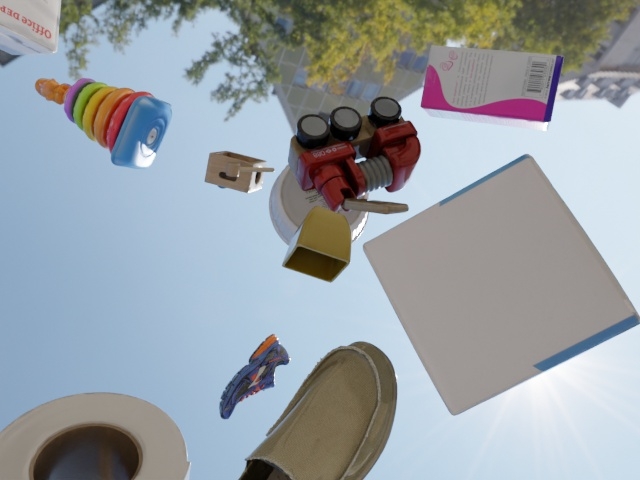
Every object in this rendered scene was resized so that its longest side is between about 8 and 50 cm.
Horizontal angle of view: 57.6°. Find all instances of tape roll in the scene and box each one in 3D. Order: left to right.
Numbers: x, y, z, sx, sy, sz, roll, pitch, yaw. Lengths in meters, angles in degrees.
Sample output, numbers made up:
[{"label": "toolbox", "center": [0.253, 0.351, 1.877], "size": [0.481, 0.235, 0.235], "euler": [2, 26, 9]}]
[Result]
[{"label": "tape roll", "center": [-0.301, 0.342, 0.752], "size": [0.246, 0.169, 0.246], "euler": [10, -154, -5]}]

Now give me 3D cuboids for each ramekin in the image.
[{"label": "ramekin", "center": [0.001, -0.078, 1.148], "size": [0.207, 0.109, 0.207], "euler": [1, -100, -5]}]

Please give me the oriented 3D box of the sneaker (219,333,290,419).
[{"label": "sneaker", "center": [-0.147, 0.316, 1.319], "size": [0.087, 0.083, 0.221], "euler": [40, -115, 1]}]

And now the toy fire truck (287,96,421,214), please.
[{"label": "toy fire truck", "center": [0.086, -0.115, 0.978], "size": [0.217, 0.158, 0.246], "euler": [-18, -117, -19]}]

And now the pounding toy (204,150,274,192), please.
[{"label": "pounding toy", "center": [-0.215, -0.171, 1.561], "size": [0.181, 0.094, 0.206], "euler": [15, -166, 8]}]

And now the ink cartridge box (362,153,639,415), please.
[{"label": "ink cartridge box", "center": [0.202, 0.069, 0.686], "size": [0.197, 0.198, 0.270], "euler": [63, -171, 20]}]

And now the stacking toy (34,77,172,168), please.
[{"label": "stacking toy", "center": [-0.497, -0.290, 1.285], "size": [0.301, 0.166, 0.175], "euler": [26, -173, 8]}]

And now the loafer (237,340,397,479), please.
[{"label": "loafer", "center": [-0.014, 0.217, 0.570], "size": [0.102, 0.092, 0.268], "euler": [23, -105, 31]}]

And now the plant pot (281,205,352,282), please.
[{"label": "plant pot", "center": [0.000, 0.000, 0.847], "size": [0.081, 0.081, 0.083], "euler": [19, -121, -11]}]

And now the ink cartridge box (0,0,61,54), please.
[{"label": "ink cartridge box", "center": [-0.434, -0.375, 0.792], "size": [0.085, 0.203, 0.148], "euler": [3, 178, 16]}]

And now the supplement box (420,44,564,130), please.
[{"label": "supplement box", "center": [0.300, -0.268, 1.029], "size": [0.220, 0.111, 0.114], "euler": [12, -174, 18]}]
